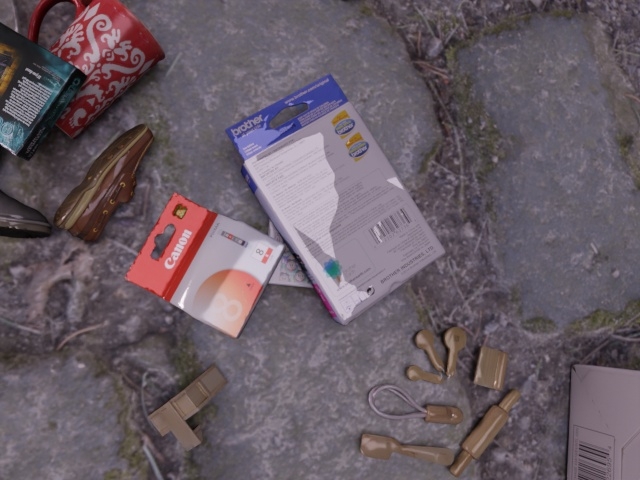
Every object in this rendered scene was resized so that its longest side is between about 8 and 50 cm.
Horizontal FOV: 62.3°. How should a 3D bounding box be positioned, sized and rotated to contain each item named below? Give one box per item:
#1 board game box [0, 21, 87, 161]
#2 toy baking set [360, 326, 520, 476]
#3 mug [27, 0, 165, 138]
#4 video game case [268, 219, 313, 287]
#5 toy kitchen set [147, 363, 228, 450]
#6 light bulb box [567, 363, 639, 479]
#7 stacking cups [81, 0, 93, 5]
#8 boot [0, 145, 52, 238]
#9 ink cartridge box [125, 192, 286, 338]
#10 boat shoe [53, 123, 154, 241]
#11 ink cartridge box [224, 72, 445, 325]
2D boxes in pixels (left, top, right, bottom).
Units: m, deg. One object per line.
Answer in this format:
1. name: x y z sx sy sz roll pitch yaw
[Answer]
1. board game box: -0.391 -0.193 0.639 0.186 0.026 0.126 32 85 11
2. toy baking set: 0.180 0.248 0.797 0.196 0.030 0.256 41 77 -2
3. mug: -0.320 -0.236 0.711 0.150 0.113 0.169 36 81 22
4. video game case: 0.000 0.000 0.788 0.157 0.019 0.143 6 82 -12
5. toy kitchen set: -0.169 0.230 0.718 0.083 0.075 0.068 -38 89 26
6. light bulb box: 0.584 0.381 0.768 0.360 0.225 0.358 9 81 -12
7. stacking cups: -0.307 -0.389 0.613 0.095 0.316 0.096 1 86 -14
8. boot: -0.427 -0.116 0.687 0.189 0.076 0.209 12 75 -11
9. ink cartridge box: -0.158 0.030 0.729 0.179 0.045 0.146 28 80 -4
10. boat shoe: -0.282 -0.078 0.719 0.060 0.064 0.178 42 76 -36
11. ink cartridge box: 0.019 -0.061 0.758 0.185 0.065 0.311 -33 93 -14
